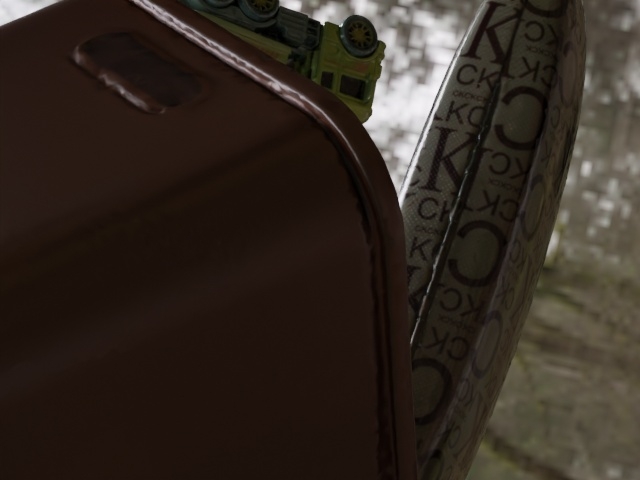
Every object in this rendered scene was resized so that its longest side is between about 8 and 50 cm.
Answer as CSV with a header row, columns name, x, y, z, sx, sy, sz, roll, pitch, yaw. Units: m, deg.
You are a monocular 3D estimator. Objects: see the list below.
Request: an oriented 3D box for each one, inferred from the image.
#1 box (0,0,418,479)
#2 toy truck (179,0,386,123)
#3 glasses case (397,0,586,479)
name,x,y,z,sx,sy,sz,roll,pitch,yaw
box,-0.115,0.097,0.808,0.229,0.239,0.339,-25,-53,-26
toy truck,-0.046,-0.131,1.480,0.191,0.085,0.116,17,-113,-27
glasses case,0.080,0.012,1.066,0.137,0.085,0.355,68,-141,-69
